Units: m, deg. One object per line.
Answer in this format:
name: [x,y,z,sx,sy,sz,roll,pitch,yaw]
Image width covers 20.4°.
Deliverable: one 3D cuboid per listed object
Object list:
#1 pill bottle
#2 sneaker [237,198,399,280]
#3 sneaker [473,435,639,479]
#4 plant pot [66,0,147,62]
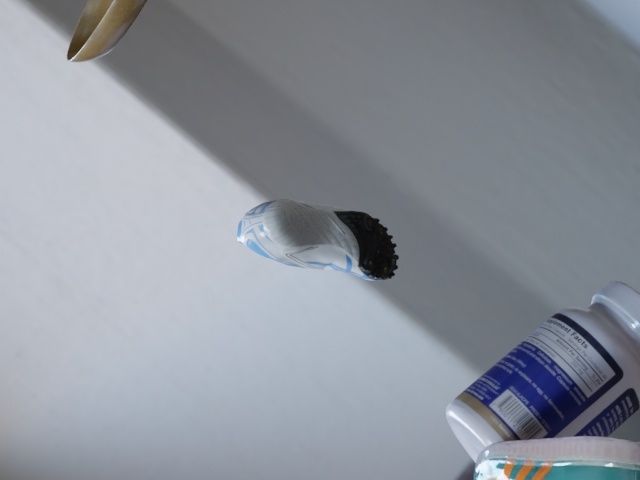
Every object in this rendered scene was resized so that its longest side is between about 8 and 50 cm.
pill bottle: [0.293,0.176,2.115,0.265,0.153,0.153,-39,-3,-10]
sneaker: [0.000,0.000,2.218,0.086,0.237,0.085,-10,69,49]
sneaker: [0.245,0.278,1.875,0.302,0.108,0.121,155,128,-65]
plant pot: [-0.178,-0.271,1.733,0.236,0.032,0.236,-53,18,25]
